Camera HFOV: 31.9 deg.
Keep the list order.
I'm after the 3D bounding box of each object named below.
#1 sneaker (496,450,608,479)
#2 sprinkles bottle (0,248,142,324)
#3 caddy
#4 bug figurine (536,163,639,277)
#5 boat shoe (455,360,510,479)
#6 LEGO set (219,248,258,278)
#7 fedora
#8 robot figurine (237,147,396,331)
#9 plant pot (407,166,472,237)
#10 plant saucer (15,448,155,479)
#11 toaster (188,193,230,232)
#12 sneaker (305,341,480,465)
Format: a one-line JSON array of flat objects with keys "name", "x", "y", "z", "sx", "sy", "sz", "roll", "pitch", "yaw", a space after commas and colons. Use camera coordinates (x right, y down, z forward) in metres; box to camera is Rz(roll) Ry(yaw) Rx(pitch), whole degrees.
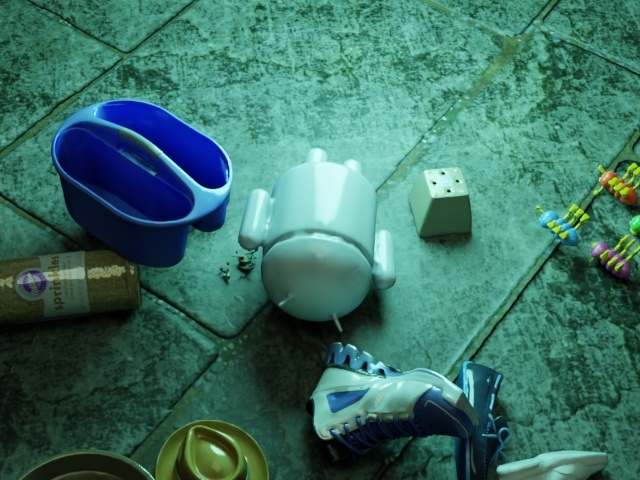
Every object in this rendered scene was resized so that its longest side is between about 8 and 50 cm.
[{"name": "sneaker", "x": 0.381, "y": 0.397, "z": 1.824, "sx": 0.212, "sy": 0.080, "sz": 0.094, "roll": -6, "pitch": 84, "yaw": -26}, {"name": "sprinkles bottle", "x": -0.499, "y": 0.084, "z": 1.976, "sx": 0.355, "sy": 0.121, "sz": 0.121, "roll": -7, "pitch": 52, "yaw": -10}, {"name": "caddy", "x": -0.312, "y": -0.116, "z": 1.966, "sx": 0.341, "sy": 0.179, "sz": 0.241, "roll": 32, "pitch": 55, "yaw": 21}, {"name": "bug figurine", "x": 0.560, "y": -0.032, "z": 2.174, "sx": 0.279, "sy": 0.072, "sz": 0.216, "roll": -30, "pitch": 65, "yaw": -30}, {"name": "boat shoe", "x": 0.275, "y": 0.309, "z": 1.859, "sx": 0.089, "sy": 0.109, "sz": 0.258, "roll": 9, "pitch": 53, "yaw": -1}, {"name": "LEGO set", "x": -0.149, "y": 0.043, "z": 2.101, "sx": 0.083, "sy": 0.023, "sz": 0.054, "roll": -23, "pitch": 53, "yaw": -5}, {"name": "fedora", "x": -0.176, "y": 0.360, "z": 1.802, "sx": 0.194, "sy": 0.079, "sz": 0.194, "roll": 2, "pitch": 50, "yaw": -2}, {"name": "robot figurine", "x": 0.000, "y": 0.000, "z": 2.027, "sx": 0.299, "sy": 0.200, "sz": 0.354, "roll": 15, "pitch": 50, "yaw": -10}, {"name": "plant pot", "x": 0.238, "y": -0.081, "z": 2.176, "sx": 0.109, "sy": 0.096, "sz": 0.109, "roll": -5, "pitch": 52, "yaw": -8}, {"name": "plant saucer", "x": -0.372, "y": 0.456, "z": 1.736, "sx": 0.277, "sy": 0.041, "sz": 0.278, "roll": 1, "pitch": 51, "yaw": -2}, {"name": "toaster", "x": -0.284, "y": -0.106, "z": 2.150, "sx": 0.185, "sy": 0.110, "sz": 0.168, "roll": -35, "pitch": 60, "yaw": -28}, {"name": "sneaker", "x": 0.094, "y": 0.295, "z": 1.826, "sx": 0.315, "sy": 0.127, "sz": 0.182, "roll": 13, "pitch": 59, "yaw": 42}]
